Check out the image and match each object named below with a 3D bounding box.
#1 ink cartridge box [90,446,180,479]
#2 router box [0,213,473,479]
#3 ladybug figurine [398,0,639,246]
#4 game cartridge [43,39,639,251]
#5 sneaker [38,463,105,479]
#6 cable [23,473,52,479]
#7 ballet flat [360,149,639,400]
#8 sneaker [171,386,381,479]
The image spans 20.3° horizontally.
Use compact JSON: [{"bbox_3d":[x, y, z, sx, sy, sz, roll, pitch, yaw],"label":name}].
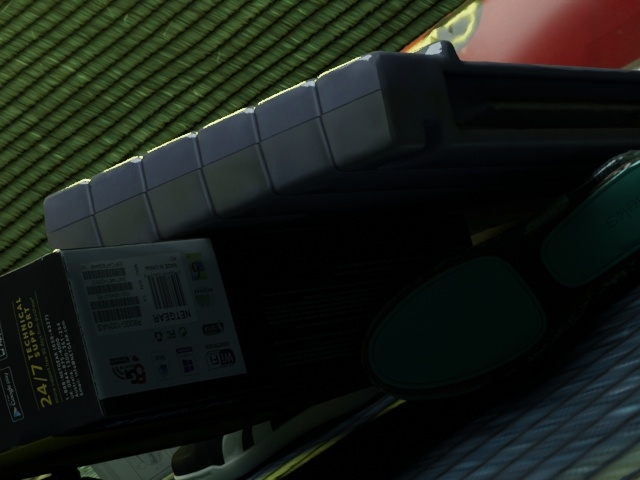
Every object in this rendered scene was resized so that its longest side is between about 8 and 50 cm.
[{"bbox_3d":[-0.135,0.089,1.405,0.225,0.181,0.056,-36,2,41],"label":"ink cartridge box"},{"bbox_3d":[-0.092,0.065,0.943,0.243,0.081,0.309,-22,-10,39],"label":"router box"},{"bbox_3d":[0.136,-0.096,1.288,0.449,0.162,0.305,-35,4,31],"label":"ladybug figurine"},{"bbox_3d":[0.049,-0.042,0.963,0.230,0.068,0.355,-15,-6,37],"label":"game cartridge"},{"bbox_3d":[-0.129,0.159,0.854,0.147,0.130,0.330,-42,5,-31],"label":"sneaker"},{"bbox_3d":[-0.332,0.280,1.636,0.257,0.089,0.257,-39,3,-22],"label":"cable"},{"bbox_3d":[0.106,0.022,0.898,0.188,0.070,0.070,-30,4,1],"label":"ballet flat"},{"bbox_3d":[-0.044,0.074,1.165,0.217,0.121,0.079,-34,3,36],"label":"sneaker"}]
